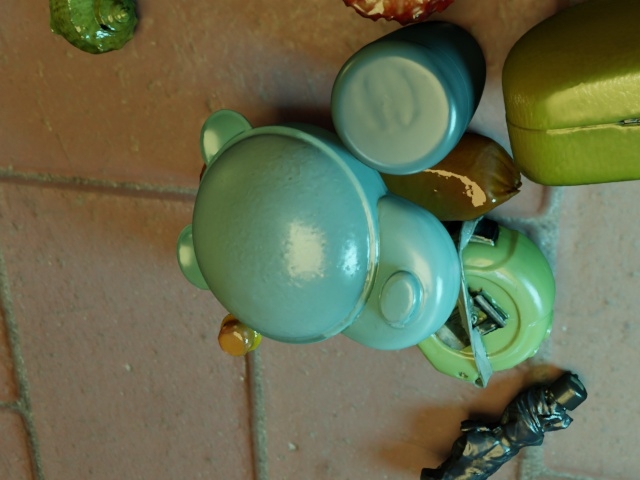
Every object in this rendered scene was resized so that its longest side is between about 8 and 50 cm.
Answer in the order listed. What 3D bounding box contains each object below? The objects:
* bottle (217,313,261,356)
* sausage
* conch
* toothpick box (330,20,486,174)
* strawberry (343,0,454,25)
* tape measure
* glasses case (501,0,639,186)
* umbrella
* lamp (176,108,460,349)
[{"bbox_3d":[-0.059,0.062,1.150,0.069,0.187,0.069,8,117,16],"label":"bottle"},{"bbox_3d":[0.031,-0.066,1.106,0.348,0.097,0.094,-3,123,19],"label":"sausage"},{"bbox_3d":[-0.245,-0.241,1.130,0.121,0.074,0.089,7,115,38],"label":"conch"},{"bbox_3d":[0.091,-0.142,0.998,0.120,0.184,0.120,8,114,17],"label":"toothpick box"},{"bbox_3d":[0.071,-0.298,0.975,0.286,0.106,0.188,12,116,26],"label":"strawberry"},{"bbox_3d":[0.156,0.061,1.126,0.175,0.106,0.200,-27,106,30],"label":"tape measure"},{"bbox_3d":[0.344,-0.150,0.915,0.371,0.173,0.141,-5,116,18],"label":"glasses case"},{"bbox_3d":[0.206,0.220,1.221,0.224,0.080,0.071,-44,63,28],"label":"umbrella"},{"bbox_3d":[-0.005,0.004,1.012,0.284,0.147,0.209,19,115,7],"label":"lamp"}]
